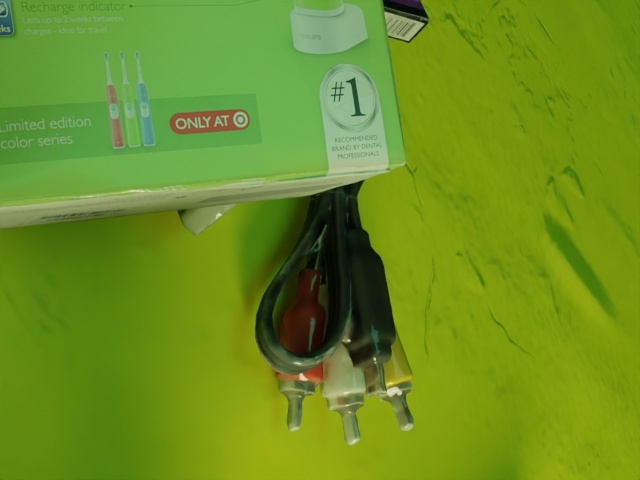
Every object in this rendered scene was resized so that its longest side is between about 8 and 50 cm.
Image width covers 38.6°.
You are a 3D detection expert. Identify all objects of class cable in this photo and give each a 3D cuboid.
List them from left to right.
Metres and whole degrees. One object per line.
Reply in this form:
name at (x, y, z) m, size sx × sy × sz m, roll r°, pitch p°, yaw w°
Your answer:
cable at (0.000, 0.000, 0.668) m, size 0.139 × 0.072 × 0.287 m, roll 8°, pitch 63°, yaw -34°

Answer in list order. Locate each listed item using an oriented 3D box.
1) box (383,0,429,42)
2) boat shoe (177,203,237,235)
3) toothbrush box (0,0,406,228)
box at (0.002, -0.217, 0.646) m, size 0.116 × 0.029 × 0.162 m, roll 5°, pitch 56°, yaw -38°
boat shoe at (-0.044, -0.098, 0.603) m, size 0.081 × 0.079 × 0.227 m, roll 43°, pitch 50°, yaw -13°
toothbrush box at (-0.092, -0.156, 0.449) m, size 0.206 × 0.122 × 0.283 m, roll -9°, pitch 90°, yaw -27°
